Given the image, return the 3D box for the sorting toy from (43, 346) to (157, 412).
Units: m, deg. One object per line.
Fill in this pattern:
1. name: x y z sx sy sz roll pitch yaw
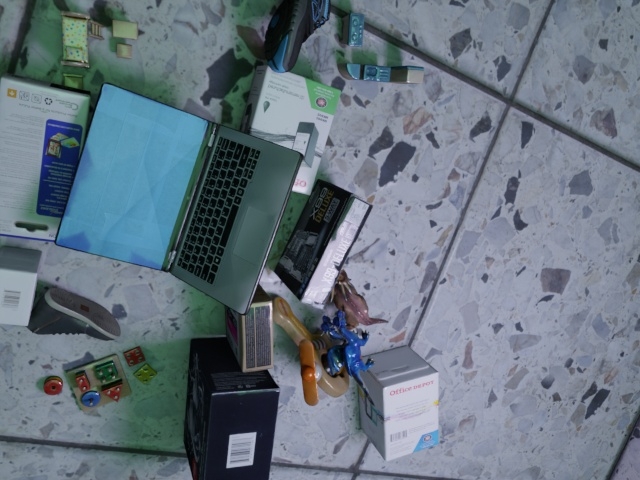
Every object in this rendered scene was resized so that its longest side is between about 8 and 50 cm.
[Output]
1. sorting toy: -0.586 0.390 1.462 0.274 0.046 0.132 -18 112 -17

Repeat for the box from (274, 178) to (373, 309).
1. box: 0.000 0.000 1.478 0.076 0.242 0.307 23 96 -26

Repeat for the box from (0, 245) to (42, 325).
1. box: -0.710 0.102 1.256 0.091 0.170 0.130 10 101 -26

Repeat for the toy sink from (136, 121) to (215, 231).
1. toy sink: -0.343 -0.161 1.352 0.152 0.131 0.234 28 92 -26

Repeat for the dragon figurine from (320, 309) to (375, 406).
1. dragon figurine: 0.075 0.333 1.525 0.144 0.085 0.289 -6 89 -44

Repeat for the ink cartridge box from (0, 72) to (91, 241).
1. ink cartridge box: -0.644 -0.177 1.241 0.175 0.069 0.371 8 111 -24

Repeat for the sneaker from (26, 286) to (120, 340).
1. sneaker: -0.630 0.211 1.386 0.118 0.083 0.222 -38 126 14

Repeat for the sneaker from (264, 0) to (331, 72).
1. sneaker: -0.036 -0.550 1.323 0.139 0.125 0.341 24 73 -36

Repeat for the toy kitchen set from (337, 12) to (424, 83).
1. toy kitchen set: 0.167 -0.514 1.460 0.207 0.122 0.166 -2 106 -22

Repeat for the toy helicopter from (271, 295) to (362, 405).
1. toy helicopter: -0.041 0.316 1.582 0.140 0.235 0.355 -35 100 26

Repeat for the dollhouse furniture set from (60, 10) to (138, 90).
1. dollhouse furniture set: -0.499 -0.409 1.230 0.161 0.101 0.182 0 106 -22

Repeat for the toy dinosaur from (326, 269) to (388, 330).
1. toy dinosaur: 0.078 0.172 1.566 0.295 0.200 0.127 42 72 -3

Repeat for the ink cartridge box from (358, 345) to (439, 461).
1. ink cartridge box: 0.250 0.520 1.757 0.198 0.197 0.270 -10 109 -19

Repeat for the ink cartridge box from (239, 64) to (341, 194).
1. ink cartridge box: -0.095 -0.283 1.421 0.211 0.121 0.289 12 101 -24

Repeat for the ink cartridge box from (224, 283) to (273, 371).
1. ink cartridge box: -0.198 0.214 1.464 0.088 0.234 0.193 -5 106 -21

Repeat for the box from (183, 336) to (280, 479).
1. box: -0.255 0.484 1.477 0.179 0.312 0.343 2 104 -22

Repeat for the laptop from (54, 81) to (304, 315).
1. laptop: -0.314 -0.087 1.187 0.236 0.408 0.382 8 104 -59
